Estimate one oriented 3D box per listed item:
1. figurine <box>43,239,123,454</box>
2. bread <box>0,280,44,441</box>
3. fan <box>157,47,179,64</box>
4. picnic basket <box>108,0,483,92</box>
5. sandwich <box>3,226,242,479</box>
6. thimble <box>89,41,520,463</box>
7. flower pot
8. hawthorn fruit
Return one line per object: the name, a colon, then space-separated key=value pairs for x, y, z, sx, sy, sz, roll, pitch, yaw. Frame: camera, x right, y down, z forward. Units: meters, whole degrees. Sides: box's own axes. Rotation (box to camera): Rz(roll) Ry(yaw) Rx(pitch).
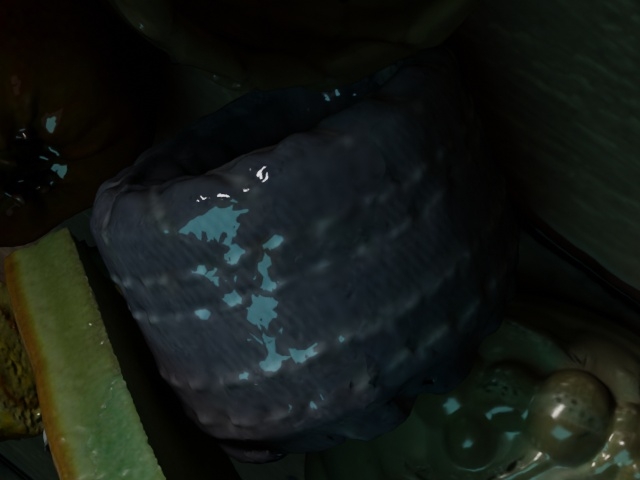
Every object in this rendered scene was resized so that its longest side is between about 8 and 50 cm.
figurine: x=-0.103 y=0.053 z=0.904 sx=0.250 sy=0.166 sz=0.141 roll=-21 pitch=68 yaw=15
bread: x=-0.311 y=0.117 z=1.058 sx=0.172 sy=0.103 sz=0.132 roll=-17 pitch=111 yaw=36
fan: x=-0.085 y=-0.147 z=0.811 sx=0.083 sy=0.004 sz=0.056 roll=-21 pitch=104 yaw=40
picnic basket: x=0.044 y=-0.195 z=0.491 sx=0.337 sy=0.293 sz=0.337 roll=32 pitch=131 yaw=45
sandwich: x=-0.115 y=0.090 z=0.680 sx=0.212 sy=0.063 sz=0.245 roll=58 pitch=177 yaw=11
thimble: x=0.000 y=0.000 z=0.697 sx=0.205 sy=0.236 sz=0.172 roll=-12 pitch=113 yaw=31
flower pot: x=0.103 y=0.206 z=0.754 sx=0.307 sy=0.244 sz=0.307 roll=16 pitch=126 yaw=23
hawthorn fruit: x=-0.223 y=-0.111 z=0.826 sx=0.225 sy=0.196 sz=0.197 roll=53 pitch=140 yaw=36
